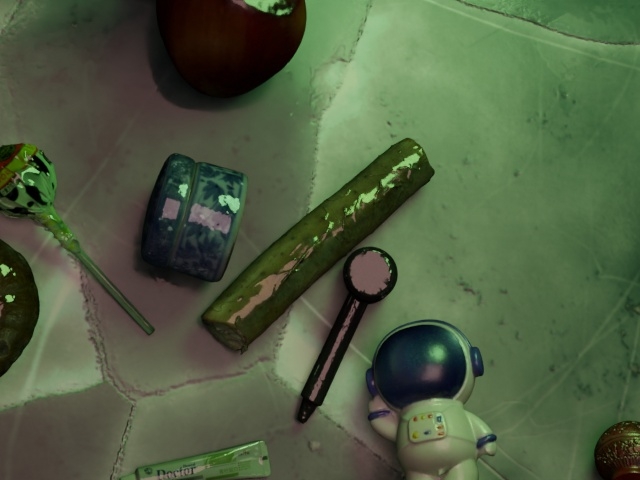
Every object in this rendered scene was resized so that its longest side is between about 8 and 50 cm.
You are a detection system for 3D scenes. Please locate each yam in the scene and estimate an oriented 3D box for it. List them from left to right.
[{"bbox_3d":[0.000,0.000,1.897,0.371,0.083,0.083,-43,92,-13],"label":"yam"}]

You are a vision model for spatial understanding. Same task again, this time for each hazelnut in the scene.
[{"bbox_3d":[-0.114,-0.279,1.866,0.208,0.208,0.208,1,83,-11],"label":"hazelnut"}]

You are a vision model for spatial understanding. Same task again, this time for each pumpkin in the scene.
[{"bbox_3d":[-0.452,0.080,1.756,0.218,0.162,0.219,1,85,-7],"label":"pumpkin"}]

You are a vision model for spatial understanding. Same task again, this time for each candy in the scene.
[{"bbox_3d":[-0.311,0.001,1.847,0.305,0.083,0.091,48,60,-11],"label":"candy"}]

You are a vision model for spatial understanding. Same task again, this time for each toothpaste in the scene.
[{"bbox_3d":[-0.161,0.295,1.852,0.197,0.029,0.048,-8,85,-15],"label":"toothpaste"}]

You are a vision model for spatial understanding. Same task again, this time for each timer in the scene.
[{"bbox_3d":[0.148,0.286,1.825,0.270,0.270,0.384,-5,69,-12],"label":"timer"}]

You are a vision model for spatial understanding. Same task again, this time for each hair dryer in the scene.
[{"bbox_3d":[0.023,0.123,1.877,0.070,0.114,0.248,27,86,2],"label":"hair dryer"}]

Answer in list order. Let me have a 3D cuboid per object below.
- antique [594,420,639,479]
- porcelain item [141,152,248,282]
[{"bbox_3d":[0.416,0.288,1.931,0.104,0.104,0.104,1,83,-11],"label":"antique"},{"bbox_3d":[-0.163,-0.029,1.830,0.114,0.147,0.147,16,80,-9],"label":"porcelain item"}]
